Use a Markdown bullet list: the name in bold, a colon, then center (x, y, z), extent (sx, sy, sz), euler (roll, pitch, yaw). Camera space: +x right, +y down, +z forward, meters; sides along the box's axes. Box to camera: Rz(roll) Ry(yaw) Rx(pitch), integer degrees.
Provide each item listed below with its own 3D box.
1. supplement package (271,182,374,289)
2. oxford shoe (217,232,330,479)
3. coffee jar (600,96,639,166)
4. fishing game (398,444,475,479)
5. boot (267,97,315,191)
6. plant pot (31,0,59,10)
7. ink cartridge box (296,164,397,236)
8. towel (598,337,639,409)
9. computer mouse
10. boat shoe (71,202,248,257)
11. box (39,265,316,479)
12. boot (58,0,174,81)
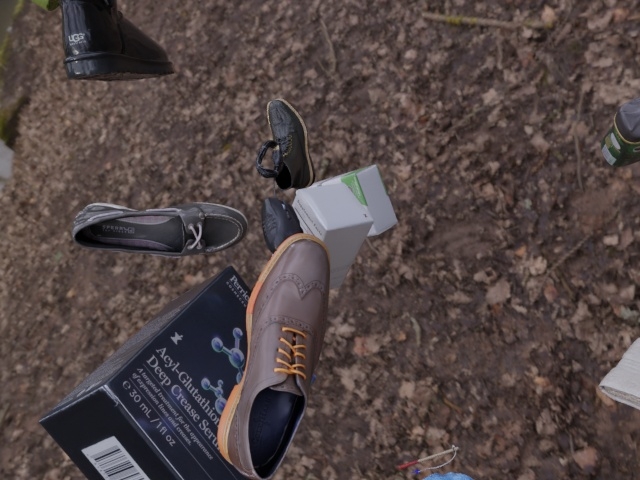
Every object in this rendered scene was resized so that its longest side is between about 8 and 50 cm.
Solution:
- **supplement package**: center (0.000, 0.000, 1.217), extent (0.105, 0.179, 0.105), euler (-11, 52, -34)
- **oxford shoe**: center (-0.044, 0.168, 0.989), extent (0.133, 0.130, 0.363), euler (-178, 102, -69)
- **coffee jar**: center (0.601, -0.208, 1.293), extent (0.096, 0.184, 0.079), euler (-21, 74, 7)
- **fishing game**: center (0.273, 0.579, 1.432), extent (0.189, 0.041, 0.264), euler (-19, 77, -1)
- **boot**: center (-0.074, -0.197, 1.396), extent (0.077, 0.137, 0.197), euler (-22, 93, 20)
- **plant pot**: center (-0.424, -0.389, 1.016), extent (0.083, 0.079, 0.083), euler (-51, 8, 10)
- **ink cartridge box**: center (0.062, -0.085, 1.705), extent (0.219, 0.160, 0.093), euler (-11, 14, 47)
- **towel**: center (0.774, 0.309, 1.452), extent (0.187, 0.049, 0.282), euler (-36, 33, -28)
- **computer mouse**: center (-0.065, -0.076, 1.106), extent (0.041, 0.071, 0.242), euler (-45, 44, 42)
- **boat shoe**: center (-0.312, -0.012, 1.321), extent (0.336, 0.112, 0.095), euler (2, 24, -4)
- **box**: center (-0.234, 0.286, 1.236), extent (0.212, 0.293, 0.395), euler (-30, 11, 34)
- **boot**: center (-0.274, -0.316, 0.890), extent (0.094, 0.246, 0.207), euler (-4, 101, 10)
